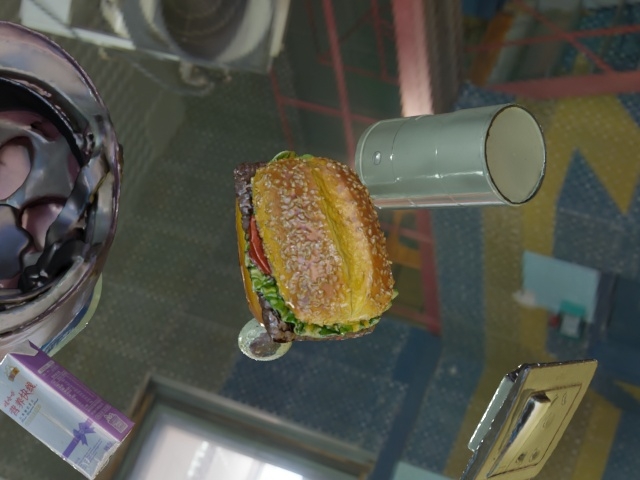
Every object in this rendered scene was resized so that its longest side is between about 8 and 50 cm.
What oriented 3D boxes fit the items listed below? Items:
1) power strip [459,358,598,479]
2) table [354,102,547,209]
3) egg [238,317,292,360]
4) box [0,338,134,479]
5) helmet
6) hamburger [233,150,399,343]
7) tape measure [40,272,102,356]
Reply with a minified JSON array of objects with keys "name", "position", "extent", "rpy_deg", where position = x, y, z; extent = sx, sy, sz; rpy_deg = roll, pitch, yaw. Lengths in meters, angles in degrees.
[{"name":"power strip","position":[0.328,0.294,1.941],"extent":[0.251,0.092,0.257],"rpy_deg":[-1,-58,-57]},{"name":"table","position":[0.164,-0.102,1.499],"extent":[0.126,0.220,0.126],"rpy_deg":[2,-92,-42]},{"name":"egg","position":[-0.100,0.176,2.142],"extent":[0.110,0.085,0.085],"rpy_deg":[-9,-64,-43]},{"name":"box","position":[-0.212,0.136,0.955],"extent":[0.050,0.117,0.036],"rpy_deg":[-51,-2,20]},{"name":"helmet","position":[-0.335,-0.028,1.168],"extent":[0.197,0.271,0.338],"rpy_deg":[115,150,-58]},{"name":"hamburger","position":[0.000,0.000,0.977],"extent":[0.137,0.087,0.166],"rpy_deg":[-2,-110,-35]},{"name":"tape measure","position":[-0.533,0.073,2.120],"extent":[0.262,0.259,0.138],"rpy_deg":[-42,-9,-7]}]
